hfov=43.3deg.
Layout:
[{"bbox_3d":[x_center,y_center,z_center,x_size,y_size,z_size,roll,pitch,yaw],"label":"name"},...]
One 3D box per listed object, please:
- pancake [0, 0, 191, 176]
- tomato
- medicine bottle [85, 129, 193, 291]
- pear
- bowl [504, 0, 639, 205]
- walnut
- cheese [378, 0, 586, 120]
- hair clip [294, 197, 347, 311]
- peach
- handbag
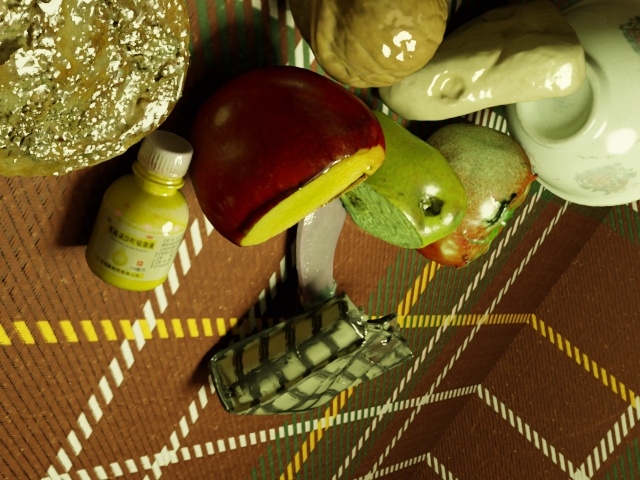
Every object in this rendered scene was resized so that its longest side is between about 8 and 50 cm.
[{"bbox_3d":[-0.287,-0.217,0.903,0.356,0.065,0.356,-39,153,-25],"label":"pancake"},{"bbox_3d":[0.280,-0.102,1.645,0.303,0.239,0.303,-48,167,-15],"label":"tomato"},{"bbox_3d":[-0.241,-0.045,1.115,0.122,0.122,0.212,-10,133,-50],"label":"medicine bottle"},{"bbox_3d":[0.141,-0.106,1.417,0.159,0.292,0.292,-48,152,-10],"label":"pear"},{"bbox_3d":[0.514,-0.277,1.595,0.196,0.435,0.434,-7,131,-45],"label":"bowl"},{"bbox_3d":[0.064,-0.322,1.104,0.228,0.228,0.228,-35,149,-25],"label":"walnut"},{"bbox_3d":[0.290,-0.338,1.480,0.328,0.351,0.129,-72,150,-56],"label":"cheese"},{"bbox_3d":[-0.002,0.001,1.566,0.110,0.095,0.358,4,127,-10],"label":"hair clip"},{"bbox_3d":[-0.050,-0.130,1.147,0.275,0.245,0.248,-24,-159,17],"label":"peach"},{"bbox_3d":[-0.009,0.242,1.658,0.327,0.162,0.325,-30,159,18],"label":"handbag"}]
